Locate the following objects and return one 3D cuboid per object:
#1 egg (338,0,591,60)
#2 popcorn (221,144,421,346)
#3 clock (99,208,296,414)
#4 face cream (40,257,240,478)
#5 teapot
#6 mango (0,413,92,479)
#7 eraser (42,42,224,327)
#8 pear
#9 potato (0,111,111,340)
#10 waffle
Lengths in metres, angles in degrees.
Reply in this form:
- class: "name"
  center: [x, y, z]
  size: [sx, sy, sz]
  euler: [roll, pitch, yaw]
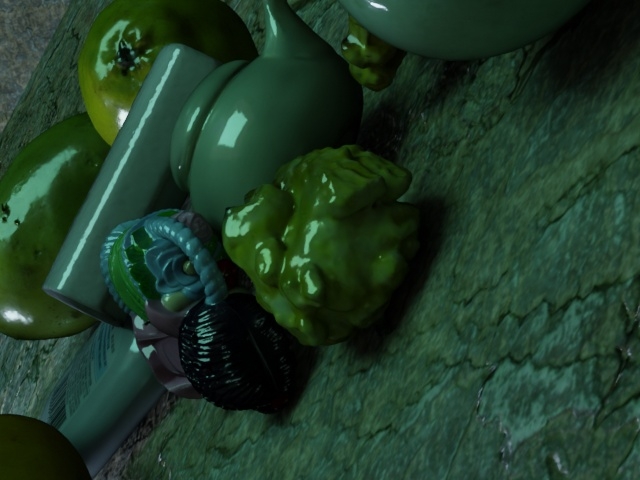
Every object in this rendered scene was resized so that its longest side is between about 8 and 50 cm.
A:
- class: "egg"
  center: [0.123, -0.310, 1.309]
  size: [0.276, 0.276, 0.388]
  euler: [-30, 39, 58]
- class: "popcorn"
  center: [0.009, 0.007, 1.424]
  size: [0.173, 0.142, 0.173]
  euler: [-26, 35, 20]
- class: "clock"
  center: [-0.107, 0.064, 1.561]
  size: [0.100, 0.194, 0.195]
  euler: [-33, 16, -20]
- class: "face cream"
  center: [-0.188, 0.109, 1.852]
  size: [0.336, 0.080, 0.163]
  euler: [-50, 23, 32]
- class: "teapot"
  center: [-0.053, -0.075, 1.661]
  size: [0.220, 0.149, 0.318]
  euler: [-59, -9, -19]
- class: "mango"
  center: [-0.328, 0.331, 1.698]
  size: [0.445, 0.232, 0.300]
  euler: [-104, 38, -68]
- class: "eraser"
  center: [-0.177, -0.052, 1.759]
  size: [0.270, 0.095, 0.174]
  euler: [-63, 3, -7]
- class: "pear"
  center: [-0.166, -0.181, 1.985]
  size: [0.212, 0.212, 0.269]
  euler: [-62, -15, 2]
- class: "potato"
  center: [-0.304, -0.016, 2.138]
  size: [0.304, 0.216, 0.216]
  euler: [-52, 19, 0]
- class: "waffle"
  center: [0.077, -0.246, 1.567]
  size: [0.253, 0.056, 0.249]
  euler: [49, -122, -82]
